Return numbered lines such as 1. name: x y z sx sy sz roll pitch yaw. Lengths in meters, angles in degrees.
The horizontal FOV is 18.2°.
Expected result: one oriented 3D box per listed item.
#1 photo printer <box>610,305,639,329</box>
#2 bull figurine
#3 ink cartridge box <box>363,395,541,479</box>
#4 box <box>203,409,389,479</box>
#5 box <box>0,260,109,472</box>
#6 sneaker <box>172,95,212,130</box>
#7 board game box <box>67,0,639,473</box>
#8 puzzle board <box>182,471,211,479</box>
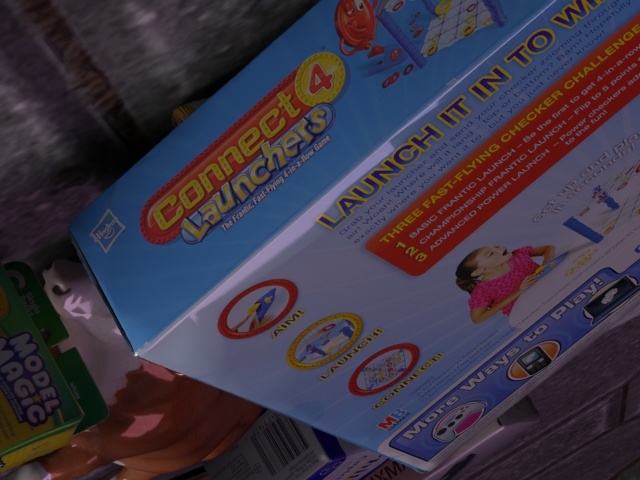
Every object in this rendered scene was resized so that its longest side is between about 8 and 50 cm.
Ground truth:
1. photo printer: 0.272 -0.056 1.430 0.256 0.107 0.307 -26 163 -20
2. bull figurine: -0.121 0.092 1.174 0.188 0.101 0.310 -29 162 6
3. ink cartridge box: 0.053 0.238 1.998 0.296 0.066 0.261 -37 164 18
4. box: -0.005 0.174 1.684 0.126 0.072 0.137 -41 162 34
5. box: -0.196 0.073 0.964 0.179 0.105 0.043 -22 163 -31
6. sneaker: -0.054 -0.045 0.999 0.037 0.032 0.083 -25 164 -20
7. board game box: 0.081 -0.030 1.021 0.308 0.086 0.302 -40 148 13
8. puzzle board: -0.134 0.231 1.732 0.096 0.011 0.128 -19 161 -39
